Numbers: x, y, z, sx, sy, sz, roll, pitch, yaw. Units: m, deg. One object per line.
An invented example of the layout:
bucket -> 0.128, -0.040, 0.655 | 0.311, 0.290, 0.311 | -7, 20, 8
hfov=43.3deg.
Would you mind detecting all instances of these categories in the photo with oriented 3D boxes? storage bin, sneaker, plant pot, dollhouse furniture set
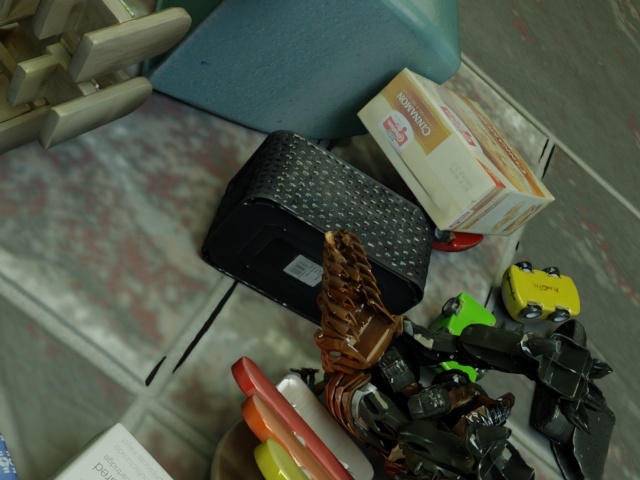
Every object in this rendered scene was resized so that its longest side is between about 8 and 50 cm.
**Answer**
storage bin -> 0.000, 0.000, 0.726 | 0.180, 0.122, 0.084 | 29, 50, -17
sneaker -> 0.277, 0.174, 0.864 | 0.089, 0.051, 0.170 | 35, 53, -12
plant pot -> 0.005, -0.246, 0.814 | 0.252, 0.247, 0.247 | 27, 50, -33
dollhouse furniture set -> -0.205, -0.184, 0.616 | 0.212, 0.242, 0.161 | 52, 47, 3

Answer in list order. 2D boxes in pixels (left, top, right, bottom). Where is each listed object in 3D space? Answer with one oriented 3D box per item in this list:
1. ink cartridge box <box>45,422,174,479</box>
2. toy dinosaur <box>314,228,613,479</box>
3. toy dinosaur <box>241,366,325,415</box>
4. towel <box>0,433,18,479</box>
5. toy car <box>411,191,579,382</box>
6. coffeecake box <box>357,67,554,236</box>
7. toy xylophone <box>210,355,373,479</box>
ink cartridge box -> -0.159, 0.246, 0.488 | 0.158, 0.092, 0.218 | 47, 49, -1
toy dinosaur -> 0.072, 0.124, 0.604 | 0.322, 0.218, 0.164 | 35, 73, -48
toy dinosaur -> -0.017, 0.149, 0.682 | 0.090, 0.047, 0.082 | 20, 71, -36
towel -> -0.318, 0.093, 0.440 | 0.243, 0.040, 0.336 | -15, 59, -34
toy car -> 0.156, 0.062, 0.844 | 0.239, 0.053, 0.225 | 39, 48, -8
coffeecake box -> 0.138, -0.080, 0.797 | 0.185, 0.068, 0.142 | 2, 50, -58
toy xylophone -> 0.013, 0.217, 0.514 | 0.236, 0.081, 0.323 | 51, 2, -20
